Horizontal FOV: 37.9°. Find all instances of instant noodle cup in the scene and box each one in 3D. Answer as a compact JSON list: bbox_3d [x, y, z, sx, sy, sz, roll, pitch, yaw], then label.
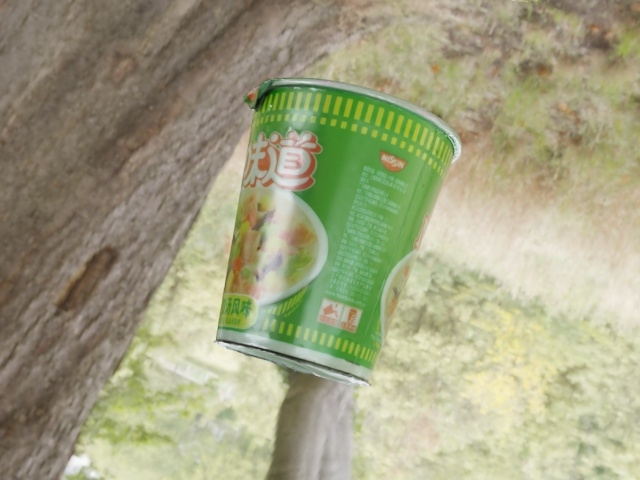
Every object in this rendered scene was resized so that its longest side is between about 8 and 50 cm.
[{"bbox_3d":[0.000,0.000,0.839,0.207,0.232,0.207,15,170,3],"label":"instant noodle cup"}]
